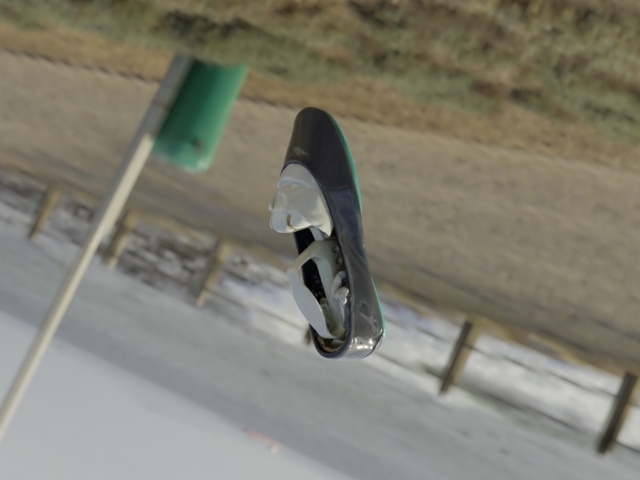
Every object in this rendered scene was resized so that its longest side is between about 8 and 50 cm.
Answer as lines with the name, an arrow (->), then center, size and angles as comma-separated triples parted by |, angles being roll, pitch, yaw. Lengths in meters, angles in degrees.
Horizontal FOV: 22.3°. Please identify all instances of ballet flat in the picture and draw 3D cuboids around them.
ballet flat -> 0.000, 0.000, 1.262 | 0.074, 0.203, 0.074 | -13, -170, 2
